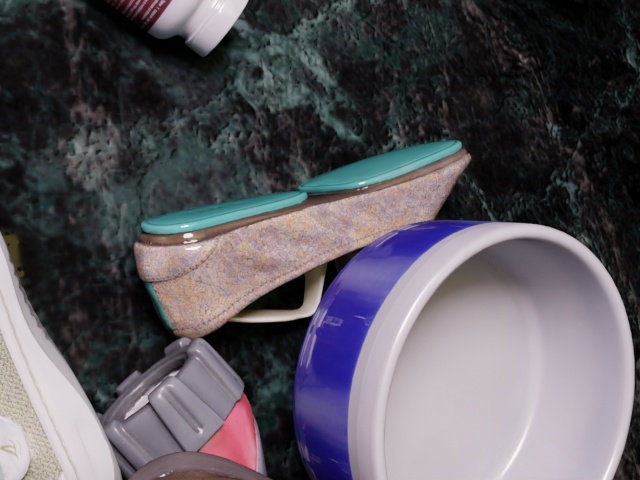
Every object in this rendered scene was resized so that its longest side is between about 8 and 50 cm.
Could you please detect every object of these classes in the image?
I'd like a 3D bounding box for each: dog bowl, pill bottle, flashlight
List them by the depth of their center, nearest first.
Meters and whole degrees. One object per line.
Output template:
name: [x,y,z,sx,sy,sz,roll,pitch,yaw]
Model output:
flashlight: [-0.026,0.208,0.601,0.103,0.103,0.304,-46,105,-26]
dog bowl: [0.114,0.116,0.664,0.265,0.104,0.265,-3,96,-34]
pill bottle: [-0.134,-0.213,0.676,0.152,0.086,0.086,36,58,-19]

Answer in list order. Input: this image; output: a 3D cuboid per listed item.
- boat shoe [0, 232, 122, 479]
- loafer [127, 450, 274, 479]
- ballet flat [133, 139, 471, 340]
boat shoe: [-0.235,0.049,0.503,0.103,0.118,0.320,-35,101,-41]
loafer: [0.047,0.241,0.496,0.366,0.130,0.134,23,86,-14]
ballet flat: [0.000,0.000,0.697,0.316,0.107,0.106,-18,104,-31]
